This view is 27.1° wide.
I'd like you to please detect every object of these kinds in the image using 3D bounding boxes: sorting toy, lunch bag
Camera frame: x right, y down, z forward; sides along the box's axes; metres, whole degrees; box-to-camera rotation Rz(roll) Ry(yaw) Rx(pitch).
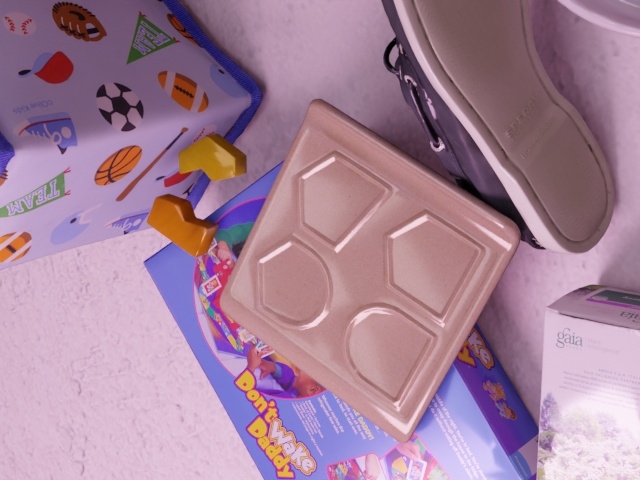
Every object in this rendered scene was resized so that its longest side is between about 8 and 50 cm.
[{"bbox_3d":[0.000,0.000,1.124,0.307,0.041,0.229,35,117,20],"label":"sorting toy"},{"bbox_3d":[-0.314,-0.172,1.266,0.385,0.328,0.239,49,127,16],"label":"lunch bag"}]

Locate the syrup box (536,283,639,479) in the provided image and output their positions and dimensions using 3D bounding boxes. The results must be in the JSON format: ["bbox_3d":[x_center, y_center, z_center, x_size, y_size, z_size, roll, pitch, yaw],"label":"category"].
[{"bbox_3d":[0.234,0.161,1.057,0.093,0.096,0.236,10,106,34],"label":"syrup box"}]

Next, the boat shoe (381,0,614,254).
[{"bbox_3d":[0.109,-0.134,1.031,0.113,0.127,0.340,2,135,54],"label":"boat shoe"}]

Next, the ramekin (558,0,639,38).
[{"bbox_3d":[0.266,-0.276,0.913,0.273,0.127,0.272,9,106,36],"label":"ramekin"}]

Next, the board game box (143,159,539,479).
[{"bbox_3d":[0.020,0.106,1.194,0.233,0.078,0.347,-34,81,29],"label":"board game box"}]
